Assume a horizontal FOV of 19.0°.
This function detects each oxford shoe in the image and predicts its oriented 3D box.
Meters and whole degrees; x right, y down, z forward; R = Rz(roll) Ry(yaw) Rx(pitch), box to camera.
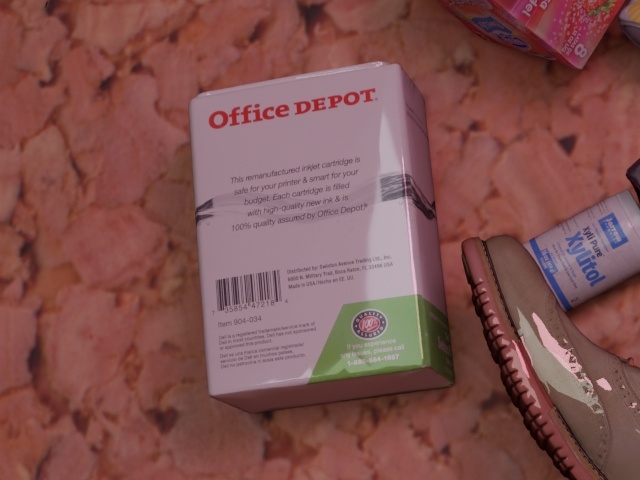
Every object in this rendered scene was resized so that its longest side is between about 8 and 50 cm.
[{"bbox_3d":[0.252,0.150,1.553,0.146,0.140,0.397,-32,84,2],"label":"oxford shoe"}]

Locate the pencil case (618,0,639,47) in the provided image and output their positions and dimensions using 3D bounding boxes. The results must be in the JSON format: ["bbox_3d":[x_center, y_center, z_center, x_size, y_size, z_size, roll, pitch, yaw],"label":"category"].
[{"bbox_3d":[0.363,-0.264,1.624,0.113,0.124,0.273,31,87,21],"label":"pencil case"}]

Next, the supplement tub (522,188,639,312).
[{"bbox_3d":[0.231,0.010,1.627,0.107,0.071,0.071,-30,70,9],"label":"supplement tub"}]

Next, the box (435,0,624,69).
[{"bbox_3d":[0.214,-0.317,1.647,0.300,0.142,0.154,-58,35,-3],"label":"box"}]

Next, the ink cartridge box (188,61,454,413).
[{"bbox_3d":[0.000,0.000,1.678,0.198,0.115,0.273,-8,75,15],"label":"ink cartridge box"}]

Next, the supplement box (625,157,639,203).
[{"bbox_3d":[0.346,-0.003,1.575,0.081,0.104,0.188,-41,69,4],"label":"supplement box"}]
